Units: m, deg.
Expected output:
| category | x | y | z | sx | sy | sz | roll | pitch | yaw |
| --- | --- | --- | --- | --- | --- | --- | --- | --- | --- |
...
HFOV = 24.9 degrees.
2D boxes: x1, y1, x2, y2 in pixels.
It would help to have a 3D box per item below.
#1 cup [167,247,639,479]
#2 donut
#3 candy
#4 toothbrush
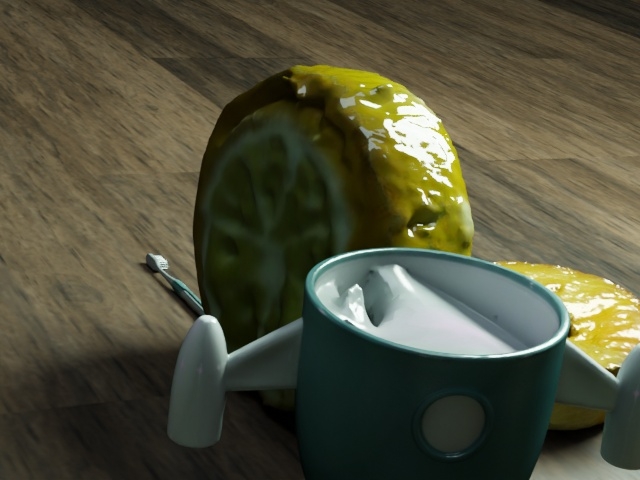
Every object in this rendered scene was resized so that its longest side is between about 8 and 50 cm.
| category | x | y | z | sx | sy | sz | roll | pitch | yaw |
| --- | --- | --- | --- | --- | --- | --- | --- | --- | --- |
| cup | 0.058 | 0.111 | 0.876 | 0.300 | 0.173 | 0.167 | 4 | 21 | -8 |
| donut | 0.171 | 0.087 | 1.135 | 0.174 | 0.074 | 0.190 | 9 | 24 | 3 |
| candy | 0.000 | 0.000 | 1.051 | 0.118 | 0.260 | 0.260 | 2 | 19 | -37 |
| toothbrush | -0.115 | 0.044 | 1.241 | 0.014 | 0.011 | 0.167 | 2 | 19 | -29 |
